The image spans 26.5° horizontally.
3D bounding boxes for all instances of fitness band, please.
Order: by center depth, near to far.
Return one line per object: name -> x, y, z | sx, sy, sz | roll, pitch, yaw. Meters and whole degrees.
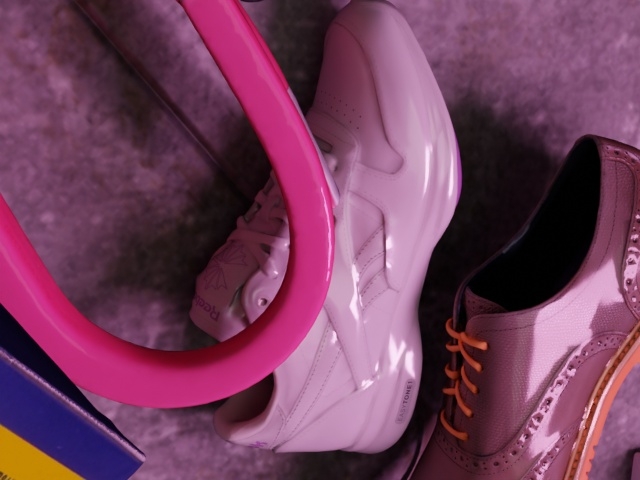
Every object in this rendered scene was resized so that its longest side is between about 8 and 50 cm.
fitness band -> -0.111, -0.040, 0.778 | 0.209, 0.054, 0.290 | -27, 103, 5

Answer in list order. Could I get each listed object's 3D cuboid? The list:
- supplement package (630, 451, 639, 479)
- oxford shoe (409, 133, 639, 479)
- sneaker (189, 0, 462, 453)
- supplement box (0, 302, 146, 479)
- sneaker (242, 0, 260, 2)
supplement package -> 0.382, 0.238, 1.089 | 0.244, 0.134, 0.139 | -5, 110, -24
oxford shoe -> 0.115, 0.096, 0.892 | 0.133, 0.130, 0.363 | 33, 88, -30
sneaker -> 0.000, 0.000, 0.854 | 0.152, 0.114, 0.305 | -2, 106, -25
supplement box -> -0.296, 0.143, 0.633 | 0.356, 0.194, 0.195 | -44, 153, -8
sneaker -> 0.003, -0.250, 0.818 | 0.097, 0.084, 0.234 | 39, 86, -5
